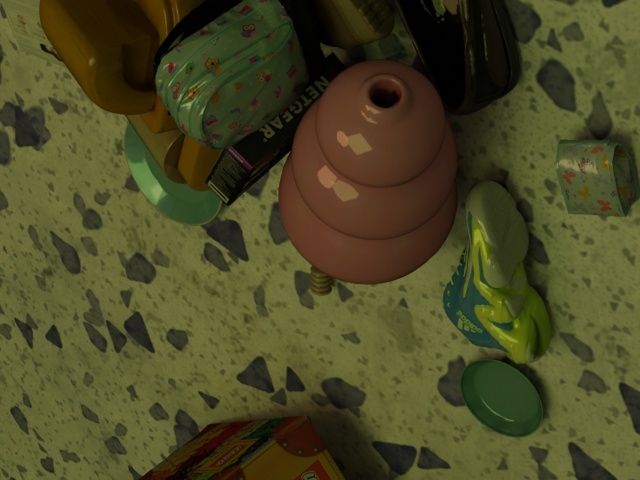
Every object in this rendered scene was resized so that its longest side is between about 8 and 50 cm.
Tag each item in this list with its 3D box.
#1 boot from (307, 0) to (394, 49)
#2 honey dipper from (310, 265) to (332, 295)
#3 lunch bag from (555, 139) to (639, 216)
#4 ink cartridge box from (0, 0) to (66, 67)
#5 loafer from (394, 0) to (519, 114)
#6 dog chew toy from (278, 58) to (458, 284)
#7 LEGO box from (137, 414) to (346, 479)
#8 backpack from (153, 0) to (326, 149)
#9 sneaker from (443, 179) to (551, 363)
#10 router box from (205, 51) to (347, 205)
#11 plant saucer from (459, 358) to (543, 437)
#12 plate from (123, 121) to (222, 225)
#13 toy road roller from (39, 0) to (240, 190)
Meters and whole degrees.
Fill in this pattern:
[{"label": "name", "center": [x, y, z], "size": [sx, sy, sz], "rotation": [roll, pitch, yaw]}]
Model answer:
[{"label": "boot", "center": [-0.035, -0.315, 1.222], "size": [0.207, 0.090, 0.248], "rotation": [18, 145, 54]}, {"label": "honey dipper", "center": [0.000, 0.000, 1.501], "size": [0.030, 0.030, 0.161], "rotation": [19, 126, 30]}, {"label": "lunch bag", "center": [0.293, -0.071, 1.185], "size": [0.071, 0.053, 0.083], "rotation": [3, 129, 42]}, {"label": "ink cartridge box", "center": [-0.387, -0.346, 1.596], "size": [0.181, 0.056, 0.225], "rotation": [23, 149, 27]}, {"label": "loafer", "center": [0.117, -0.274, 1.164], "size": [0.109, 0.095, 0.303], "rotation": [-12, 109, 44]}, {"label": "dog chew toy", "center": [0.056, -0.081, 1.212], "size": [0.206, 0.206, 0.332], "rotation": [40, 163, 13]}, {"label": "LEGO box", "center": [-0.044, 0.533, 1.717], "size": [0.500, 0.193, 0.372], "rotation": [59, 150, -7]}, {"label": "backpack", "center": [-0.087, -0.185, 1.198], "size": [0.115, 0.182, 0.152], "rotation": [50, 169, 34]}, {"label": "sneaker", "center": [0.185, 0.042, 1.325], "size": [0.126, 0.091, 0.240], "rotation": [1, 119, 41]}, {"label": "router box", "center": [-0.048, -0.130, 1.319], "size": [0.046, 0.179, 0.133], "rotation": [46, 156, 0]}, {"label": "plant saucer", "center": [0.235, 0.198, 1.438], "size": [0.119, 0.021, 0.119], "rotation": [22, 131, 28]}, {"label": "plate", "center": [-0.206, -0.109, 1.606], "size": [0.188, 0.024, 0.188], "rotation": [22, 131, 28]}, {"label": "toy road roller", "center": [-0.209, -0.212, 1.351], "size": [0.202, 0.240, 0.330], "rotation": [53, 144, 28]}]
